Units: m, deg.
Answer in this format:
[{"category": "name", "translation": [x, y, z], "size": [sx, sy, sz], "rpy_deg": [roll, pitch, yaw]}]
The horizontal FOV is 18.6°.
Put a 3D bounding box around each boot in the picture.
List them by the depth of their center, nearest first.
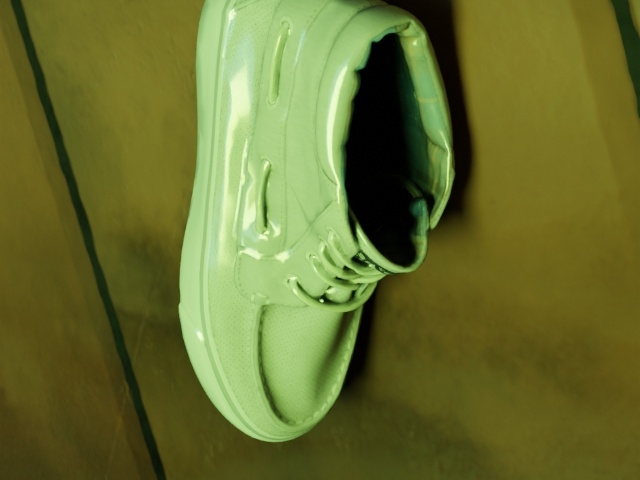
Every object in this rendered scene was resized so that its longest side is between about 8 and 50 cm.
[{"category": "boot", "translation": [0.000, 0.000, 0.923], "size": [0.123, 0.095, 0.258], "rpy_deg": [33, 133, 50]}]
